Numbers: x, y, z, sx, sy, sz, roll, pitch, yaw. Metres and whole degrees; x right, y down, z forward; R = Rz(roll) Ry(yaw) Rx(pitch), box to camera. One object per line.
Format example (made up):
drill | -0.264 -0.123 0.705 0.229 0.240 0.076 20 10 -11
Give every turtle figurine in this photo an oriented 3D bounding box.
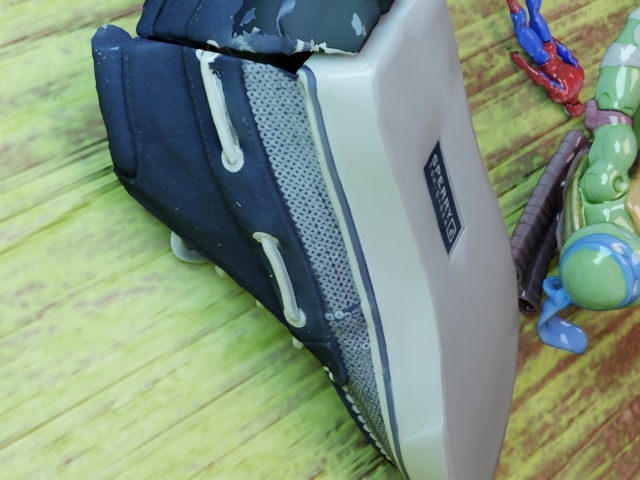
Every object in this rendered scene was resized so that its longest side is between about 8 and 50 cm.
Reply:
turtle figurine | 0.251 -0.052 0.967 0.198 0.274 0.266 31 26 5

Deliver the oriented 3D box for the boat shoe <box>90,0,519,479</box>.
boat shoe | 0.000 0.000 0.811 0.127 0.158 0.340 -58 145 -42

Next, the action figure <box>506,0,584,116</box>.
action figure | 0.143 -0.127 1.031 0.038 0.030 0.115 -50 117 -34
